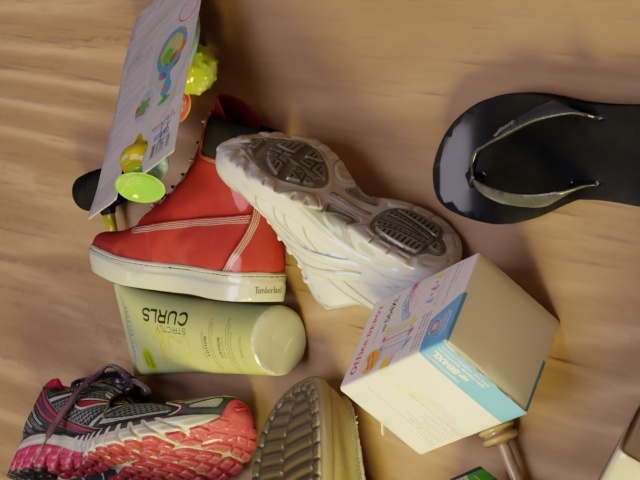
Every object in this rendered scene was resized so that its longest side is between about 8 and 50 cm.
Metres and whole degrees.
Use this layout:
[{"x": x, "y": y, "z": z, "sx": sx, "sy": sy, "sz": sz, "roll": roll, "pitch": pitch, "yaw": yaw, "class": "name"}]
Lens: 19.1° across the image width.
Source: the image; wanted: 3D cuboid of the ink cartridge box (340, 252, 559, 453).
[{"x": 0.091, "y": 0.090, "z": 1.433, "sx": 0.090, "sy": 0.092, "sz": 0.143, "roll": 41, "pitch": 140, "yaw": -19, "class": "ink cartridge box"}]

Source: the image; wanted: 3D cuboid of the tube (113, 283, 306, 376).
[{"x": -0.110, "y": 0.087, "z": 1.711, "sx": 0.240, "sy": 0.062, "sz": 0.070, "roll": 2, "pitch": 65, "yaw": 51, "class": "tube"}]

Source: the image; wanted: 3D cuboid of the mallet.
[{"x": -0.197, "y": 0.023, "z": 1.818, "sx": 0.062, "sy": 0.039, "sz": 0.189, "roll": 0, "pitch": 101, "yaw": 48, "class": "mallet"}]

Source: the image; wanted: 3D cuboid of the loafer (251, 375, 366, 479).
[{"x": 0.009, "y": 0.247, "z": 1.583, "sx": 0.102, "sy": 0.092, "sz": 0.268, "roll": -24, "pitch": 62, "yaw": 46, "class": "loafer"}]

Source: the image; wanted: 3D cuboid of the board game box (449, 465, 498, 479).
[{"x": 0.140, "y": 0.292, "z": 1.459, "sx": 0.136, "sy": 0.035, "sz": 0.201, "roll": 35, "pitch": 130, "yaw": 40, "class": "board game box"}]

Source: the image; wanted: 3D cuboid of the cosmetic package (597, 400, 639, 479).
[{"x": 0.220, "y": 0.267, "z": 1.285, "sx": 0.160, "sy": 0.113, "sz": 0.309, "roll": 28, "pitch": 120, "yaw": 9, "class": "cosmetic package"}]

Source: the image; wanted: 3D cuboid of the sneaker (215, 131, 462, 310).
[{"x": 0.000, "y": 0.000, "z": 1.530, "sx": 0.232, "sy": 0.090, "sz": 0.115, "roll": 35, "pitch": 131, "yaw": 25, "class": "sneaker"}]

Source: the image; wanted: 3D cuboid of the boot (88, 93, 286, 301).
[{"x": -0.116, "y": -0.041, "z": 1.684, "sx": 0.244, "sy": 0.088, "sz": 0.176, "roll": 3, "pitch": 92, "yaw": 47, "class": "boot"}]

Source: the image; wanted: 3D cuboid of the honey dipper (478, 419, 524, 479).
[{"x": 0.154, "y": 0.194, "z": 1.454, "sx": 0.030, "sy": 0.030, "sz": 0.160, "roll": -30, "pitch": 77, "yaw": 47, "class": "honey dipper"}]

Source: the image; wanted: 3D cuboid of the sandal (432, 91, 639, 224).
[{"x": 0.170, "y": -0.063, "z": 1.371, "sx": 0.254, "sy": 0.054, "sz": 0.097, "roll": -5, "pitch": 93, "yaw": 49, "class": "sandal"}]

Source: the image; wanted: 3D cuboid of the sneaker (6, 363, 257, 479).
[{"x": -0.181, "y": 0.169, "z": 1.767, "sx": 0.299, "sy": 0.121, "sz": 0.112, "roll": -10, "pitch": 59, "yaw": 41, "class": "sneaker"}]

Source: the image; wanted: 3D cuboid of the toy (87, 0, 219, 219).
[{"x": -0.130, "y": -0.131, "z": 1.658, "sx": 0.137, "sy": 0.056, "sz": 0.237, "roll": -35, "pitch": 33, "yaw": 44, "class": "toy"}]
